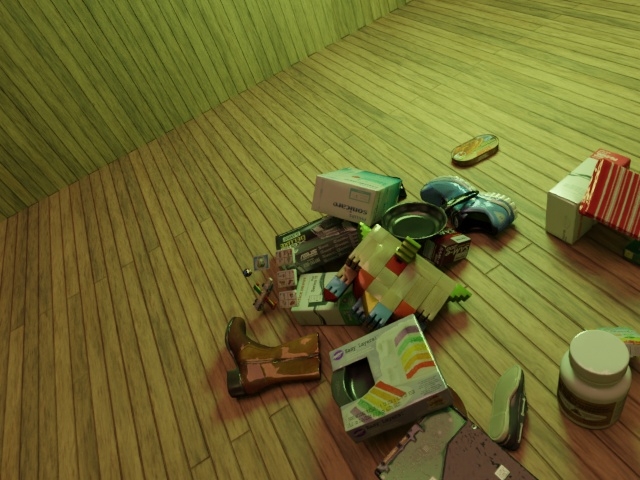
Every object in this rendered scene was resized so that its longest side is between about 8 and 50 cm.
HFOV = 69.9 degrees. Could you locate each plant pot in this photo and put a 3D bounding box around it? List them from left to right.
[{"bbox_3d":[0.243,0.446,1.121,0.236,0.032,0.236,-13,44,13],"label":"plant pot"}]

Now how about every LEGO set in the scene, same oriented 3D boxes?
[{"bbox_3d":[-0.155,0.132,1.477,0.244,0.060,0.183,-13,79,40],"label":"LEGO set"}]

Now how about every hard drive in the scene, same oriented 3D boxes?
[{"bbox_3d":[0.311,0.530,0.954,0.237,0.064,0.339,-41,54,-16],"label":"hard drive"}]

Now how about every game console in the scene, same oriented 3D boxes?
[{"bbox_3d":[0.261,-0.187,1.758,0.107,0.071,0.122,5,43,-13],"label":"game console"}]

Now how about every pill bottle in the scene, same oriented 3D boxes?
[{"bbox_3d":[0.582,0.296,0.977,0.131,0.229,0.131,-12,43,12],"label":"pill bottle"}]

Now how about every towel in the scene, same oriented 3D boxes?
[{"bbox_3d":[0.844,-0.088,1.223,0.274,0.031,0.199,28,70,6],"label":"towel"}]

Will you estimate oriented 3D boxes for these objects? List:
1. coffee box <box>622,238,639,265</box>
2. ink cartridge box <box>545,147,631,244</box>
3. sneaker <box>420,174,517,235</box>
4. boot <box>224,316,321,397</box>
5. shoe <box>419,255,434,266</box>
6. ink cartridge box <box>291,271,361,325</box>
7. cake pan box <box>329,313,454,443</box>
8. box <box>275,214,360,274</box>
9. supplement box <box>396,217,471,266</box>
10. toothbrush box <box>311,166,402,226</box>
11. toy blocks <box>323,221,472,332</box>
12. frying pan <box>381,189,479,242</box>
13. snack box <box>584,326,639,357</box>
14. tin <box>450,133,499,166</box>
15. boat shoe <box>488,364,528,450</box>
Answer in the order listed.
[{"bbox_3d":[0.935,0.011,1.246,0.184,0.040,0.113,-35,45,-13],"label":"coffee box"},{"bbox_3d":[0.784,-0.129,1.354,0.237,0.172,0.100,-36,44,-13],"label":"ink cartridge box"},{"bbox_3d":[0.462,-0.110,1.509,0.330,0.130,0.147,26,59,39],"label":"sneaker"},{"bbox_3d":[-0.142,0.315,1.372,0.280,0.096,0.264,-17,43,6],"label":"boot"},{"bbox_3d":[0.278,0.052,1.473,0.177,0.063,0.081,-4,52,26],"label":"shoe"},{"bbox_3d":[0.027,0.181,1.436,0.208,0.087,0.153,-6,45,20],"label":"ink cartridge box"},{"bbox_3d":[0.157,0.333,1.125,0.266,0.070,0.246,-26,33,9],"label":"cake pan box"},{"bbox_3d":[0.000,0.000,1.581,0.307,0.077,0.242,-22,21,1],"label":"box"},{"bbox_3d":[0.343,-0.014,1.470,0.130,0.073,0.239,-14,35,-35],"label":"supplement box"},{"bbox_3d":[0.131,-0.159,1.574,0.216,0.126,0.295,18,21,22],"label":"toothbrush box"},{"bbox_3d":[0.191,0.144,1.302,0.381,0.191,0.261,37,66,11],"label":"toy blocks"},{"bbox_3d":[0.331,-0.089,1.441,0.197,0.053,0.326,25,48,37],"label":"frying pan"},{"bbox_3d":[0.689,0.236,1.071,0.100,0.037,0.141,-5,2,18],"label":"snack box"},{"bbox_3d":[0.592,-0.345,1.754,0.189,0.040,0.106,-27,39,-3],"label":"tin"},{"bbox_3d":[0.452,0.392,1.080,0.065,0.075,0.206,36,53,-4],"label":"boat shoe"}]
